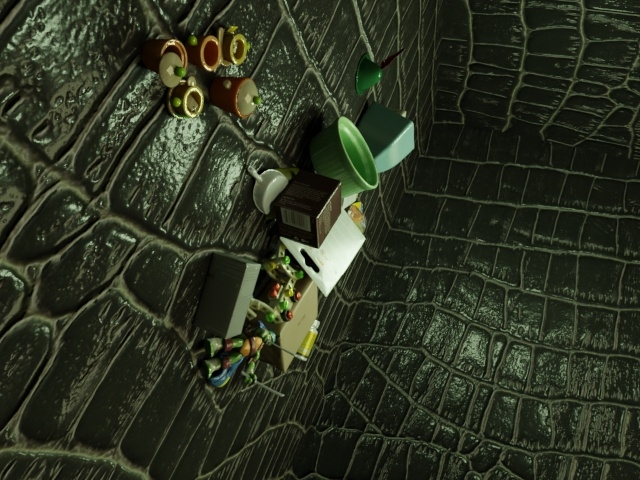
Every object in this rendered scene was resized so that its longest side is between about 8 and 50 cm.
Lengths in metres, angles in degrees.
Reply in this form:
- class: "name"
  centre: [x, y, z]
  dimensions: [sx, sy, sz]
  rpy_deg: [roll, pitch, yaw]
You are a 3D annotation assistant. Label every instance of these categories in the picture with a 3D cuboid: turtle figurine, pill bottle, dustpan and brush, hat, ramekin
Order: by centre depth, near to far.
- class: "dustpan and brush"
  centre: [-0.184, -0.186, 1.394]
  dimensions: [0.147, 0.060, 0.211]
  rpy_deg: [-58, 166, -8]
- class: "turtle figurine"
  centre: [-0.239, 0.389, 1.430]
  dimensions: [0.267, 0.274, 0.197]
  rpy_deg: [-5, 149, -33]
- class: "ramekin"
  centre: [0.089, -0.314, 1.684]
  dimensions: [0.303, 0.148, 0.303]
  rpy_deg: [43, 34, -39]
- class: "hat"
  centre: [0.272, -0.740, 1.938]
  dimensions: [0.172, 0.184, 0.208]
  rpy_deg: [-67, 161, -12]
- class: "pill bottle"
  centre: [-0.087, 0.494, 2.186]
  dimensions: [0.208, 0.119, 0.119]
  rpy_deg: [-66, 161, -13]

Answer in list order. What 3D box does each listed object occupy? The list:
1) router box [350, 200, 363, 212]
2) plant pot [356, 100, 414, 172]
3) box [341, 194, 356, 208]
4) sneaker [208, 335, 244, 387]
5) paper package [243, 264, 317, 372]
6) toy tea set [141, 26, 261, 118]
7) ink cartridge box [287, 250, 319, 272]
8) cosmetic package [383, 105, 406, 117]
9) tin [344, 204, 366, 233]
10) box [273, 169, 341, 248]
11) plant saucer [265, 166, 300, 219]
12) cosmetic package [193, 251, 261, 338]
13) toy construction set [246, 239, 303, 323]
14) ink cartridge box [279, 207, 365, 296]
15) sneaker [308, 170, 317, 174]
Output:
- class: "router box"
  centre: [0.159, -0.099, 2.103]
  dimensions: [0.133, 0.046, 0.178]
  rpy_deg: [-21, 115, -55]
- class: "plant pot"
  centre: [0.297, -0.496, 2.180]
  dimensions: [0.252, 0.247, 0.248]
  rpy_deg: [-50, 158, -7]
- class: "box"
  centre: [0.082, -0.219, 1.975]
  dimensions: [0.170, 0.130, 0.090]
  rpy_deg: [-39, 142, -59]
- class: "sneaker"
  centre: [-0.325, 0.414, 1.522]
  dimensions: [0.209, 0.069, 0.082]
  rpy_deg: [-59, 154, -32]
- class: "paper package"
  centre: [-0.149, 0.319, 1.776]
  dimensions: [0.309, 0.168, 0.324]
  rpy_deg: [88, 26, -45]
- class: "toy tea set"
  centre: [-0.235, -0.361, 0.957]
  dimensions: [0.336, 0.125, 0.199]
  rpy_deg: [-44, 148, -54]
- class: "ink cartridge box"
  centre: [-0.025, 0.097, 1.898]
  dimensions: [0.069, 0.176, 0.371]
  rpy_deg: [-72, 161, 2]
- class: "cosmetic package"
  centre: [0.370, -0.584, 2.419]
  dimensions: [0.129, 0.153, 0.296]
  rpy_deg: [-47, 148, -48]
- class: "tin"
  centre: [0.159, -0.095, 2.028]
  dimensions: [0.190, 0.040, 0.106]
  rpy_deg: [42, 60, -51]
- class: "box"
  centre: [-0.039, -0.112, 1.530]
  dimensions: [0.203, 0.169, 0.167]
  rpy_deg: [-57, 157, -35]
- class: "plant saucer"
  centre: [-0.123, -0.170, 1.579]
  dimensions: [0.188, 0.045, 0.188]
  rpy_deg: [-26, 131, -65]
- class: "cosmetic package"
  centre: [-0.284, 0.165, 1.314]
  dimensions: [0.107, 0.127, 0.237]
  rpy_deg: [13, 93, -72]
- class: "toy construction set"
  centre: [-0.173, 0.172, 1.549]
  dimensions: [0.327, 0.151, 0.214]
  rpy_deg: [-53, 127, -41]
- class: "ink cartridge box"
  centre: [0.000, 0.000, 1.752]
  dimensions: [0.308, 0.091, 0.385]
  rpy_deg: [53, 47, -17]
- class: "sneaker"
  centre: [0.016, -0.225, 1.746]
  dimensions: [0.072, 0.178, 0.077]
  rpy_deg: [-39, -161, 41]
